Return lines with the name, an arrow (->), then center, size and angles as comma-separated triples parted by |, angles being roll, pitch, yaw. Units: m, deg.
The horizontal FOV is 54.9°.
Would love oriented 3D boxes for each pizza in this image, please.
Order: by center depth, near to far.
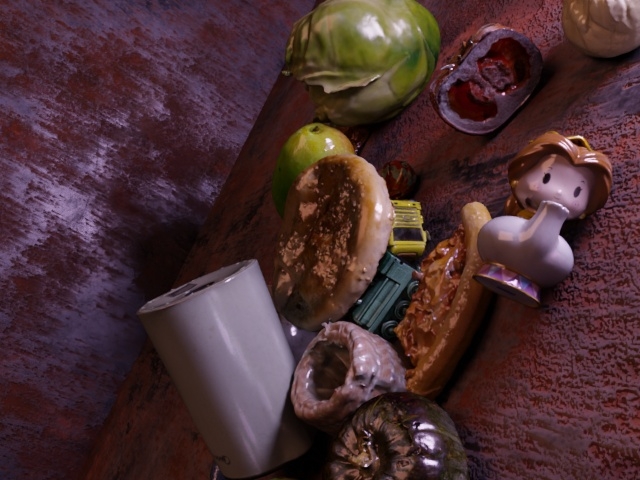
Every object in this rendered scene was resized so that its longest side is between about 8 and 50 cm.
pizza -> 0.208, 0.097, 1.041 | 0.182, 0.074, 0.365 | 3, 64, 57

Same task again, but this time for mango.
mango -> -0.022, -0.164, 1.728 | 0.381, 0.225, 0.201 | 114, 175, -48

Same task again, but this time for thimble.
thimble -> 0.053, 0.254, 1.094 | 0.195, 0.148, 0.229 | -60, 19, 2

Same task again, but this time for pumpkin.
pumpkin -> 0.098, 0.330, 0.871 | 0.238, 0.159, 0.238 | -45, 23, 25

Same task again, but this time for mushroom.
mushroom -> -0.119, 0.235, 1.466 | 0.243, 0.244, 0.243 | -48, 24, 30

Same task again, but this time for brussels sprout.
brussels sprout -> 0.134, -0.483, 1.626 | 0.361, 0.342, 0.425 | -5, 11, 26

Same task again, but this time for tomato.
tomato -> 0.317, -0.329, 1.219 | 0.214, 0.181, 0.155 | -45, 20, 26

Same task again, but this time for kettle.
kettle -> -0.202, 0.264, 1.257 | 0.361, 0.376, 0.250 | -17, 9, 47

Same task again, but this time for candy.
candy -> 0.136, -0.050, 1.420 | 0.287, 0.084, 0.078 | -66, 24, 5

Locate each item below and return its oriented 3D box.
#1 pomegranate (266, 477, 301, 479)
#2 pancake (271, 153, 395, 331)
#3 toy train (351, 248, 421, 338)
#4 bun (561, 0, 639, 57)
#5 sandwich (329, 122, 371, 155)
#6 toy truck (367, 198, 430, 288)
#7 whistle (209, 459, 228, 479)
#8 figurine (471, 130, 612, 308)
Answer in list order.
pomegranate -> -0.058, 0.508, 1.006 | 0.181, 0.182, 0.224 | -42, 49, 40
pancake -> 0.001, 0.000, 1.260 | 0.387, 0.082, 0.386 | -32, 50, 48
toy train -> 0.126, 0.107, 1.171 | 0.170, 0.111, 0.071 | -56, 17, 9
bun -> 0.481, -0.422, 1.008 | 0.229, 0.145, 0.229 | -44, 29, 33
sandwich -> 0.082, -0.328, 1.879 | 0.159, 0.079, 0.235 | -42, 27, 39
toy truck -> 0.102, 0.020, 1.304 | 0.272, 0.124, 0.157 | -31, 66, 50
whistle -> -0.230, 0.540, 1.490 | 0.062, 0.062, 0.304 | -40, 29, 43
figurine -> 0.318, -0.042, 0.888 | 0.263, 0.142, 0.189 | -63, -2, -8
